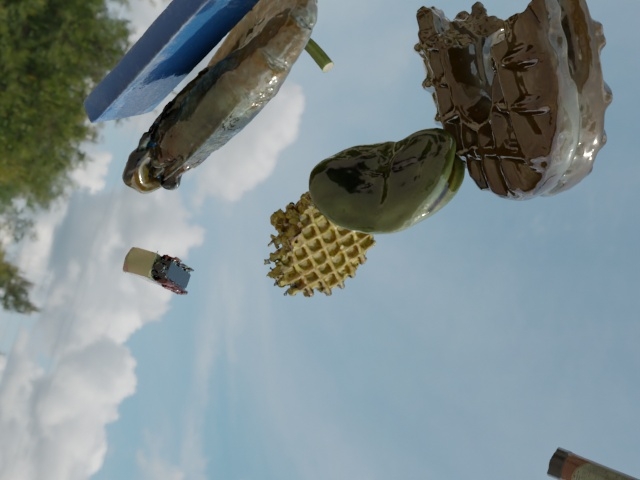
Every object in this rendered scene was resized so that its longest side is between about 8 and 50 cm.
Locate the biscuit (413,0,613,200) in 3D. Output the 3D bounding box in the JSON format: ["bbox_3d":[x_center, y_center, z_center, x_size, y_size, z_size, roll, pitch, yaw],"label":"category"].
[{"bbox_3d":[0.233,-0.181,1.069,0.366,0.115,0.268,-144,-142,-73],"label":"biscuit"}]

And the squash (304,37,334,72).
[{"bbox_3d":[-0.009,-0.354,1.596,0.083,0.027,0.027,52,-52,19],"label":"squash"}]

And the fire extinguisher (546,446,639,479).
[{"bbox_3d":[0.425,0.361,1.248,0.177,0.050,0.062,18,-57,33],"label":"fire extinguisher"}]

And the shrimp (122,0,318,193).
[{"bbox_3d":[-0.165,-0.236,1.329,0.446,0.110,0.221,-44,-143,21],"label":"shrimp"}]

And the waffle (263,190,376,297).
[{"bbox_3d":[0.000,0.000,1.362,0.070,0.197,0.193,46,-49,46],"label":"waffle"}]

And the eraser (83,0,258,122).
[{"bbox_3d":[-0.220,-0.286,1.263,0.312,0.042,0.144,-36,175,34],"label":"eraser"}]

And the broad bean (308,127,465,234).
[{"bbox_3d":[0.087,-0.077,1.122,0.207,0.072,0.153,-15,-132,20],"label":"broad bean"}]

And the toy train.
[{"bbox_3d":[-0.257,0.050,1.364,0.138,0.087,0.050,59,48,-75],"label":"toy train"}]
